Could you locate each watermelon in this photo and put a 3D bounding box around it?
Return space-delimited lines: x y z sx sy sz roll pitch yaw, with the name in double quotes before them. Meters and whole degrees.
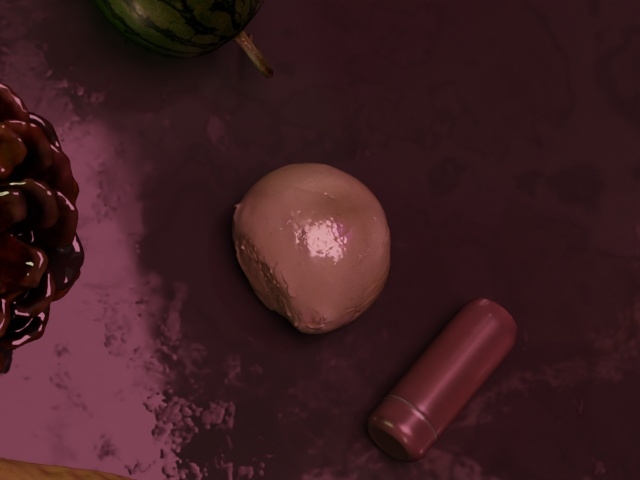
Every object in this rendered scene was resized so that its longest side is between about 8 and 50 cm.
"watermelon" -0.095 -0.197 1.458 0.187 0.141 0.140 46 66 -7

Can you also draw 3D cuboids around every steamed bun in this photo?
"steamed bun" 0.000 0.000 1.462 0.112 0.091 0.130 -30 86 -26

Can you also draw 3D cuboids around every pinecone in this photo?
"pinecone" -0.262 -0.001 1.269 0.246 0.292 0.246 -2 96 -21

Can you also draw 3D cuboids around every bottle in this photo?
"bottle" 0.095 0.107 1.487 0.053 0.053 0.140 44 65 -4

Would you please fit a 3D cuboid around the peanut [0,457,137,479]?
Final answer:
"peanut" -0.208 0.221 1.310 0.319 0.147 0.147 14 71 -21
